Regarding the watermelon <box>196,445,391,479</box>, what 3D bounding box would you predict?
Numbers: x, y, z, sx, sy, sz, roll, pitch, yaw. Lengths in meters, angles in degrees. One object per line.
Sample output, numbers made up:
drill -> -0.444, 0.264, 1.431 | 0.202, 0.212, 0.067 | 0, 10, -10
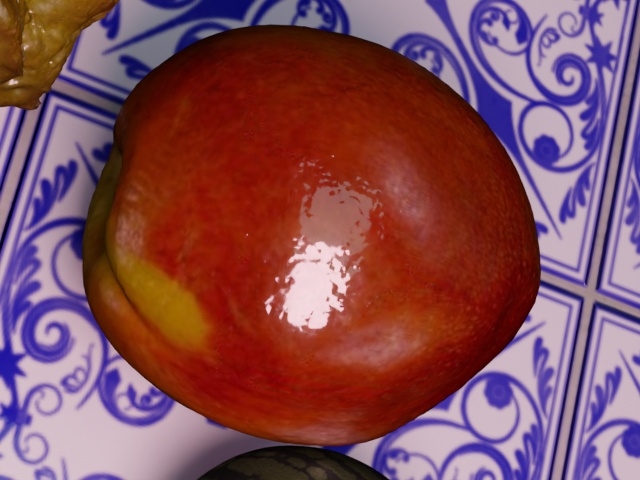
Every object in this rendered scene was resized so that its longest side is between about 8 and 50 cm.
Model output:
watermelon -> -0.019, 0.243, 1.215 | 0.212, 0.212, 0.212 | 6, 75, -24

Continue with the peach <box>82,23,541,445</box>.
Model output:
peach -> 0.000, 0.000, 1.236 | 0.332, 0.308, 0.308 | 16, 71, -24

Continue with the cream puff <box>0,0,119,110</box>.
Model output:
cream puff -> -0.244, -0.189, 1.208 | 0.244, 0.244, 0.196 | 1, 90, -26
